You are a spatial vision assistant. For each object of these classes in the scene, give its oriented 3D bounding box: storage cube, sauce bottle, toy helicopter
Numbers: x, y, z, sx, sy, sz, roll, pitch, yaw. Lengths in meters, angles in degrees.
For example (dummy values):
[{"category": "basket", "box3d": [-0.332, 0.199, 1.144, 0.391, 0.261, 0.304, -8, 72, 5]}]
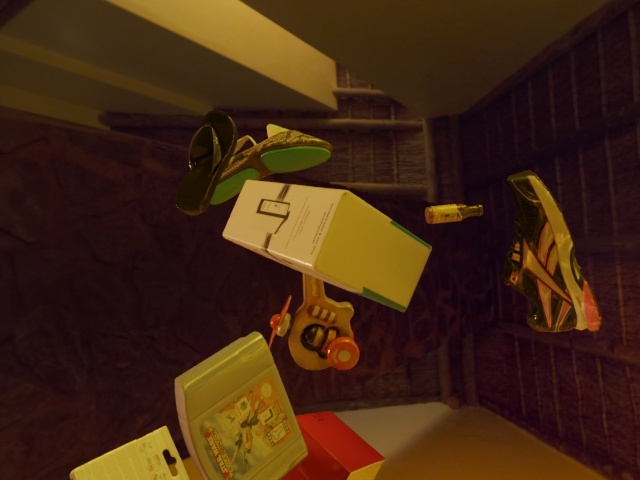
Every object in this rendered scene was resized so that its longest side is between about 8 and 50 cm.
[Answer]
[{"category": "storage cube", "box3d": [0.008, 0.557, 1.106, 0.193, 0.215, 0.184, 30, -87, 36]}, {"category": "sauce bottle", "box3d": [0.309, -0.064, 1.049, 0.128, 0.042, 0.042, -7, -97, 2]}, {"category": "toy helicopter", "box3d": [-0.031, 0.171, 1.186, 0.235, 0.140, 0.355, -5, -78, -2]}]

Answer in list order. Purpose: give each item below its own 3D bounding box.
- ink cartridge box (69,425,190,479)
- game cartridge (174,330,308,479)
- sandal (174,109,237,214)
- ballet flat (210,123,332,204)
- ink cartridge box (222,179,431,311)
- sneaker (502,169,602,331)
[{"category": "ink cartridge box", "box3d": [-0.459, 0.600, 1.113, 0.189, 0.232, 0.066, 57, -49, 19]}, {"category": "game cartridge", "box3d": [-0.145, 0.345, 0.842, 0.062, 0.198, 0.297, 2, -64, 48]}, {"category": "sandal", "box3d": [-0.242, -0.177, 0.964, 0.097, 0.054, 0.254, 2, -114, 16]}, {"category": "ballet flat", "box3d": [-0.205, -0.283, 1.514, 0.482, 0.164, 0.182, -21, -113, 12]}, {"category": "ink cartridge box", "box3d": [0.000, 0.000, 0.536, 0.203, 0.148, 0.086, 14, -101, 53]}, {"category": "sneaker", "box3d": [0.222, 0.017, 0.470, 0.077, 0.072, 0.178, -20, -93, 25]}]
